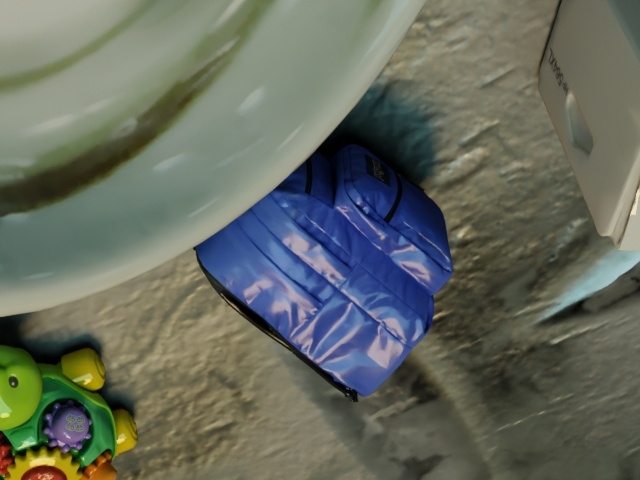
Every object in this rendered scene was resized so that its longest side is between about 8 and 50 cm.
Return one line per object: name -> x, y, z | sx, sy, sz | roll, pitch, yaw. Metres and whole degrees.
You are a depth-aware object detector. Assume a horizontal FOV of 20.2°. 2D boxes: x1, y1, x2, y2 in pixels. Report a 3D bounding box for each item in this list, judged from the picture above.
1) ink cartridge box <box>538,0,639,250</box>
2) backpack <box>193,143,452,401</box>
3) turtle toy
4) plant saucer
ink cartridge box -> 0.225, -0.065, 0.871 | 0.203, 0.148, 0.086 | 3, 127, -13
backpack -> 0.000, 0.000, 0.913 | 0.120, 0.098, 0.101 | 35, 105, -17
turtle toy -> -0.157, 0.102, 0.974 | 0.095, 0.066, 0.130 | -19, 128, 4
plant saucer -> -0.098, -0.158, 0.712 | 0.400, 0.100, 0.400 | -30, 142, -27
